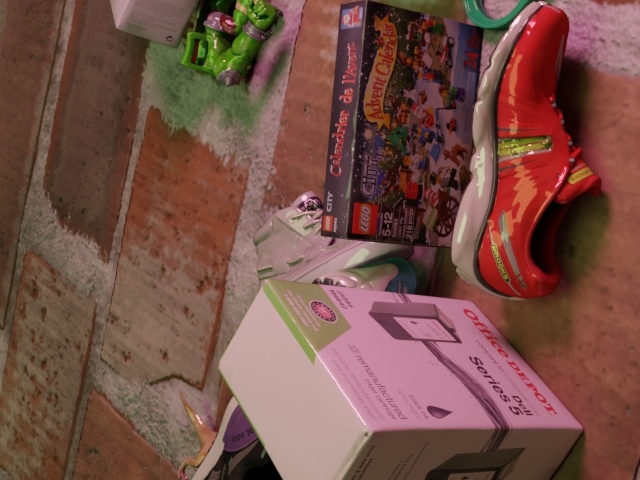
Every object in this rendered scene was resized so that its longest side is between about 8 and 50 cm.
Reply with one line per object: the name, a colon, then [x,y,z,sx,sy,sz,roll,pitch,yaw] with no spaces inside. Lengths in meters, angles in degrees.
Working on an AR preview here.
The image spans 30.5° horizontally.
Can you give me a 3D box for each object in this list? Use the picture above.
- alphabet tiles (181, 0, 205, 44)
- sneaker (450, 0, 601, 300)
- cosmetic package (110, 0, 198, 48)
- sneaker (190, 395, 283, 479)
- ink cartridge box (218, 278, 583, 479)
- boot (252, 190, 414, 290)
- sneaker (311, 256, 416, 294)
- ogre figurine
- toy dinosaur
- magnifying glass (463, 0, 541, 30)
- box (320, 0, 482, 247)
alphabet tiles: [-0.184,-0.407,1.687,0.198,0.009,0.237,33,111,48]
sneaker: [0.209,-0.080,1.098,0.118,0.107,0.279,14,101,33]
cosmetic package: [-0.206,-0.480,1.588,0.284,0.097,0.377,-58,32,27]
sneaker: [-0.094,0.309,1.375,0.124,0.107,0.283,-108,30,-54]
ink cartridge box: [0.075,0.146,1.084,0.198,0.272,0.115,52,123,41]
boot: [0.000,0.000,1.335,0.258,0.095,0.123,-29,71,48]
sneaker: [0.036,0.116,1.278,0.107,0.110,0.275,53,147,21]
ogre figurine: [-0.124,-0.268,1.527,0.197,0.096,0.118,31,99,37]
toy dinosaur: [-0.142,0.283,1.543,0.183,0.053,0.093,44,105,37]
magnifying glass: [0.225,-0.273,1.137,0.231,0.026,0.092,-21,70,51]
box: [0.084,-0.112,1.188,0.044,0.159,0.233,6,92,52]
